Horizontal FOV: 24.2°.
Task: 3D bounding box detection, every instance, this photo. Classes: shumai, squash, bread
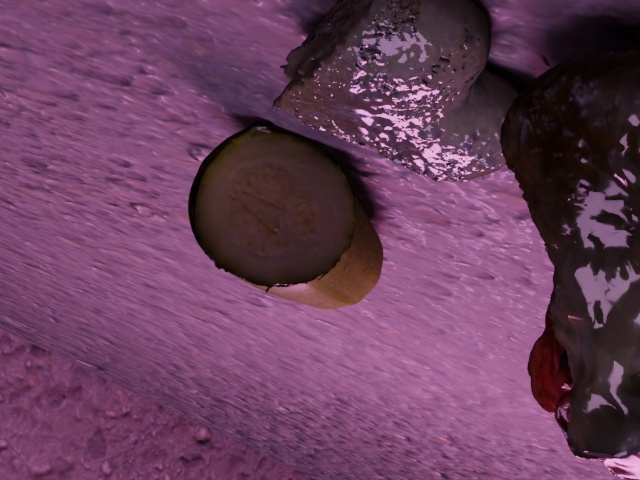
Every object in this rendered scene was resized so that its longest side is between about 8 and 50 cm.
[{"bbox_3d":[0.212,0.016,0.901,0.222,0.203,0.272,1,154,28],"label":"shumai"},{"bbox_3d":[0.006,0.012,1.307,0.137,0.137,0.287,11,166,27],"label":"squash"},{"bbox_3d":[0.044,-0.102,0.976,0.173,0.064,0.232,10,160,25],"label":"bread"}]

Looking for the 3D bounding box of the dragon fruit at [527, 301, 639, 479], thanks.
[{"bbox_3d":[0.273,0.094,1.139,0.193,0.192,0.274,47,-158,29],"label":"dragon fruit"}]
